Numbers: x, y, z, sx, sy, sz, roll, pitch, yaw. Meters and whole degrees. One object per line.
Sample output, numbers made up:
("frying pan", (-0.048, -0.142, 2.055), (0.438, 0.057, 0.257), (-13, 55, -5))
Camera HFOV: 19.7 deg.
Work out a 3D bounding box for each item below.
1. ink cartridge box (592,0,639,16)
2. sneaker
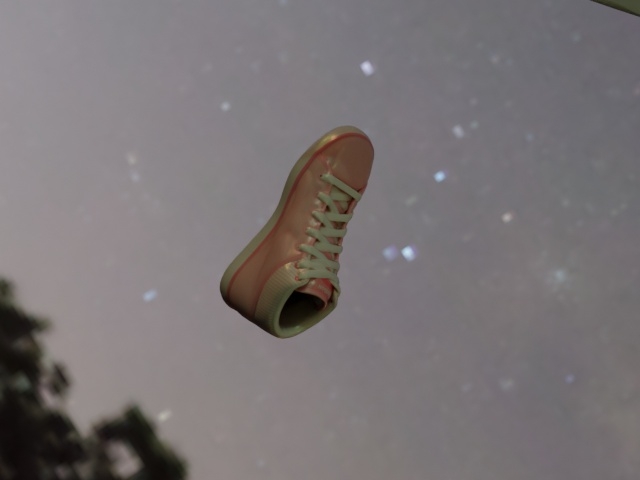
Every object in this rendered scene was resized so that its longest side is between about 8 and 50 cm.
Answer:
("ink cartridge box", (0.106, -0.232, 0.918), (0.232, 0.066, 0.189), (21, -63, 9))
("sneaker", (0.000, 0.000, 1.096), (0.051, 0.134, 0.070), (32, 6, -41))
